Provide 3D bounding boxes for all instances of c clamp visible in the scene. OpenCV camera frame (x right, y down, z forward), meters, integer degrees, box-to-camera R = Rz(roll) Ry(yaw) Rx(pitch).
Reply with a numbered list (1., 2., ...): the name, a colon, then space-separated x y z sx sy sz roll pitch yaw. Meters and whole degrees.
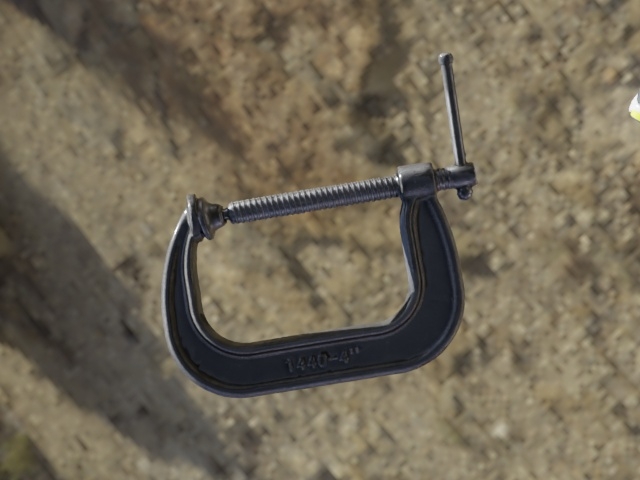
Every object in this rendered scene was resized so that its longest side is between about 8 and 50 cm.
1. c clamp: 0.000 0.000 0.790 0.022 0.161 0.137 159 96 -89

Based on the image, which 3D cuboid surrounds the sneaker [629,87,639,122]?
1. sneaker: 0.189 -0.088 0.868 0.031 0.083 0.035 32 142 20
